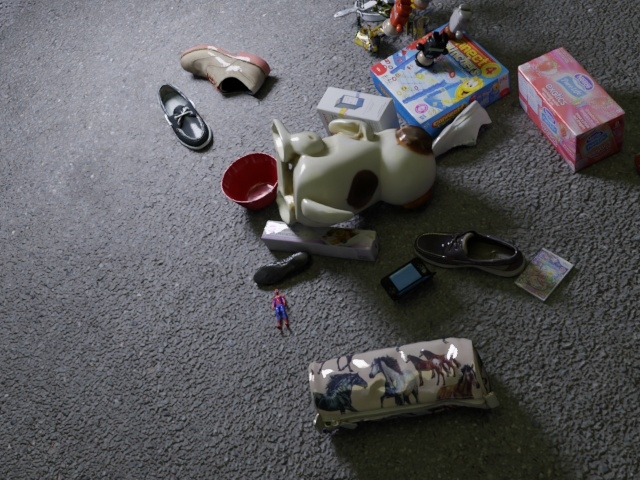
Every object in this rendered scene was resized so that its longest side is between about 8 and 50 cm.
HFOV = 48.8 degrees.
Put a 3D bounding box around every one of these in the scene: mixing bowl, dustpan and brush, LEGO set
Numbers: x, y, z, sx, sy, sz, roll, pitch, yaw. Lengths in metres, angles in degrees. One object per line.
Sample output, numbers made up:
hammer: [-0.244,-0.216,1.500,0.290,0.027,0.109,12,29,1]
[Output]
mixing bowl: [-0.188,-0.159,2.070,0.181,0.098,0.182,-9,56,13]
dustpan and brush: [0.149,-0.789,2.402,0.211,0.060,0.147,-25,53,1]
LEGO set: [0.239,-0.728,2.198,0.255,0.331,0.192,-31,52,-29]

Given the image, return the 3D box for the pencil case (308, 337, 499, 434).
pencil case: [0.180,0.328,1.579,0.410,0.160,0.184,-11,47,11]

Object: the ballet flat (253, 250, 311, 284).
ballet flat: [-0.103,0.079,1.925,0.173,0.049,0.058,-23,82,9]

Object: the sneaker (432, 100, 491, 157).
sneaker: [0.392,-0.291,1.986,0.212,0.080,0.094,-44,95,3]

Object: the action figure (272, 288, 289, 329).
action figure: [-0.108,0.178,1.862,0.038,0.030,0.115,-22,51,10]

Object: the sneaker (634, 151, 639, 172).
sneaker: [0.901,-0.194,1.749,0.225,0.088,0.093,7,39,22]

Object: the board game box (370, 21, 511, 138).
board game box: [0.354,-0.481,2.112,0.302,0.086,0.308,-31,53,-3]

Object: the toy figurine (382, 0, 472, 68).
toy figurine: [0.312,-0.636,2.055,0.213,0.148,0.209,42,68,1]

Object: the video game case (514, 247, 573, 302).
video game case: [0.543,0.083,1.715,0.087,0.011,0.122,35,73,34]

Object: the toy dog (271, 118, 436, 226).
toy dog: [0.103,-0.191,1.859,0.407,0.285,0.395,-11,21,-13]

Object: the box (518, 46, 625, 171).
box: [0.662,-0.354,1.881,0.142,0.154,0.300,-25,52,1]

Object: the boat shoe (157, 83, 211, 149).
boat shoe: [-0.461,-0.413,2.337,0.114,0.091,0.302,-38,54,-8]

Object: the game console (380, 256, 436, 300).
game console: [0.220,0.093,1.781,0.122,0.071,0.107,-32,54,-4]

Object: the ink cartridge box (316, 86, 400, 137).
ink cartridge box: [0.113,-0.352,2.063,0.212,0.154,0.093,19,66,27]

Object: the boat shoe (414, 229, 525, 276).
boat shoe: [0.368,0.018,1.767,0.285,0.092,0.103,14,64,27]

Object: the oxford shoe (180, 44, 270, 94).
oxford shoe: [-0.347,-0.572,2.390,0.348,0.123,0.130,13,68,27]

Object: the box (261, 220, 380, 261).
box: [0.000,0.000,1.921,0.323,0.067,0.063,6,59,23]
